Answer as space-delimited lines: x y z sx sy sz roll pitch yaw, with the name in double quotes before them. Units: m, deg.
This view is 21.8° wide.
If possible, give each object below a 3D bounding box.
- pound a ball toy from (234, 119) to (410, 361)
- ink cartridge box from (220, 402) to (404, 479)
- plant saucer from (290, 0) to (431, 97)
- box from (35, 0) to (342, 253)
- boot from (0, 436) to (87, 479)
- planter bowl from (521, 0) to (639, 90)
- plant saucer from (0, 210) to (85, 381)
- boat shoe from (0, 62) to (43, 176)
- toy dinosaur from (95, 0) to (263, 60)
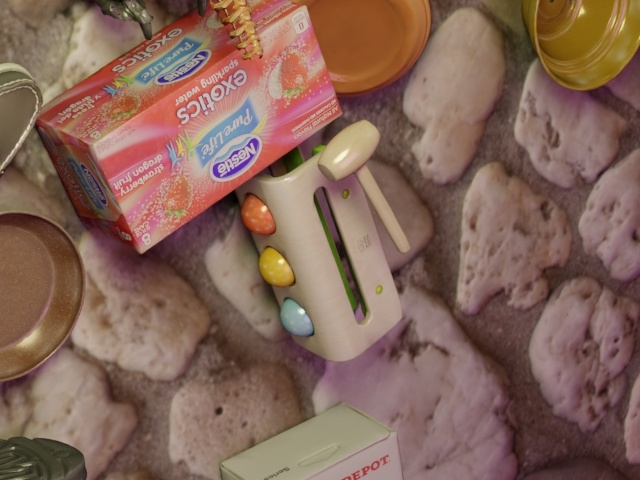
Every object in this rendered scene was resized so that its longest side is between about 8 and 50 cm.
"pound a ball toy" 0.000 0.000 1.966 0.136 0.208 0.319 -36 126 -23
"ink cartridge box" 0.003 0.387 2.171 0.211 0.121 0.289 -23 120 -30
"plant saucer" 0.033 -0.248 1.942 0.200 0.037 0.200 -4 128 -5
"box" -0.144 -0.139 1.841 0.300 0.142 0.154 -36 126 -23
"boot" -0.412 0.473 1.858 0.367 0.146 0.445 -17 114 -27
"planter bowl" 0.332 -0.312 2.188 0.217 0.090 0.217 -15 115 -33
"plant saucer" -0.353 0.058 1.821 0.199 0.036 0.198 -15 116 -34
"boat shoe" -0.390 -0.058 1.710 0.305 0.091 0.109 -48 129 -14
"toy dinosaur" -0.162 -0.322 1.699 0.164 0.218 0.322 -3 67 -22
